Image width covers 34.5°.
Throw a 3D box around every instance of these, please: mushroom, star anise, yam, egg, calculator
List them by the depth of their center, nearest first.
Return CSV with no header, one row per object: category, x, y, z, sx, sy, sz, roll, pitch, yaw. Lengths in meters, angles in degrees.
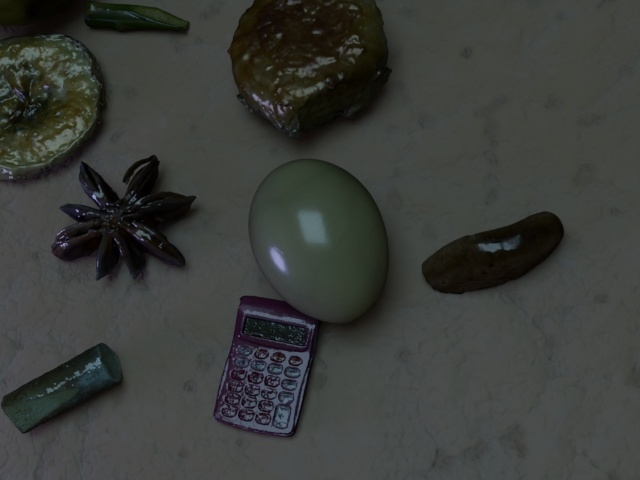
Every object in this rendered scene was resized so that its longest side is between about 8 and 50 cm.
egg,0.000,0.000,1.431,0.186,0.186,0.241,-30,71,-1
mushroom,0.246,0.017,1.436,0.210,0.094,0.072,-18,65,-1
calculator,-0.074,0.177,1.463,0.127,0.034,0.190,11,78,13
yam,-0.372,0.212,1.483,0.169,0.068,0.068,-29,68,-2
star anise,-0.304,-0.032,1.556,0.236,0.093,0.229,-31,73,2

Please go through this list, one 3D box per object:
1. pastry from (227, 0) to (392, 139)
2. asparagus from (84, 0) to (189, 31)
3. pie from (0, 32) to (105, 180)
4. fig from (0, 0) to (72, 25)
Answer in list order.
pastry,-0.018,-0.285,1.580,0.257,0.121,0.235,-31,64,0
asparagus,-0.304,-0.368,1.702,0.179,0.041,0.045,6,79,11
pie,-0.477,-0.223,1.671,0.274,0.055,0.274,-3,70,9
fig,-0.519,-0.462,1.677,0.271,0.239,0.239,-7,67,31
